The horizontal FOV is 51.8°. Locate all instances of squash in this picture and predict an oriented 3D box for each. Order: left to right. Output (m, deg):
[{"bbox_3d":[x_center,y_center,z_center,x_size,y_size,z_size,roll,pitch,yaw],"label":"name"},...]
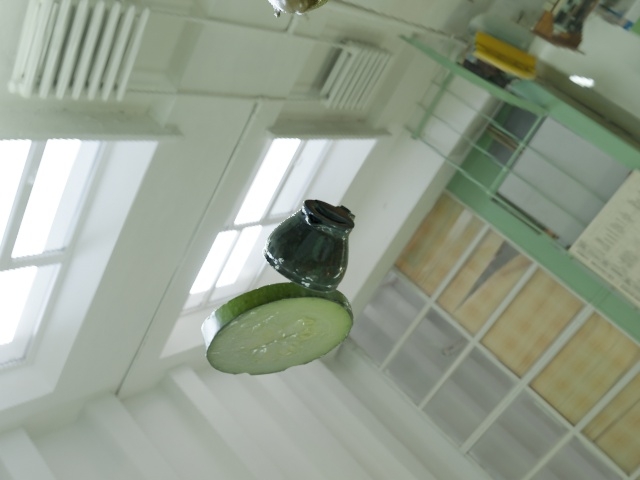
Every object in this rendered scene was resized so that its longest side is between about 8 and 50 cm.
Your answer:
[{"bbox_3d":[-0.057,0.125,0.943,0.219,0.219,0.041,10,-132,-35],"label":"squash"}]

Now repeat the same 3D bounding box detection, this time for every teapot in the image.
[{"bbox_3d":[0.000,0.000,0.512,0.066,0.057,0.088,35,-160,17],"label":"teapot"}]

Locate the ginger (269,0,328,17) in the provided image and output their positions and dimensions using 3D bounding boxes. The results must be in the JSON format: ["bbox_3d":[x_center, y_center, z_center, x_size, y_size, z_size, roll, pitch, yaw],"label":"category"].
[{"bbox_3d":[-0.001,-0.346,0.689,0.138,0.267,0.152,-22,-96,-17],"label":"ginger"}]
